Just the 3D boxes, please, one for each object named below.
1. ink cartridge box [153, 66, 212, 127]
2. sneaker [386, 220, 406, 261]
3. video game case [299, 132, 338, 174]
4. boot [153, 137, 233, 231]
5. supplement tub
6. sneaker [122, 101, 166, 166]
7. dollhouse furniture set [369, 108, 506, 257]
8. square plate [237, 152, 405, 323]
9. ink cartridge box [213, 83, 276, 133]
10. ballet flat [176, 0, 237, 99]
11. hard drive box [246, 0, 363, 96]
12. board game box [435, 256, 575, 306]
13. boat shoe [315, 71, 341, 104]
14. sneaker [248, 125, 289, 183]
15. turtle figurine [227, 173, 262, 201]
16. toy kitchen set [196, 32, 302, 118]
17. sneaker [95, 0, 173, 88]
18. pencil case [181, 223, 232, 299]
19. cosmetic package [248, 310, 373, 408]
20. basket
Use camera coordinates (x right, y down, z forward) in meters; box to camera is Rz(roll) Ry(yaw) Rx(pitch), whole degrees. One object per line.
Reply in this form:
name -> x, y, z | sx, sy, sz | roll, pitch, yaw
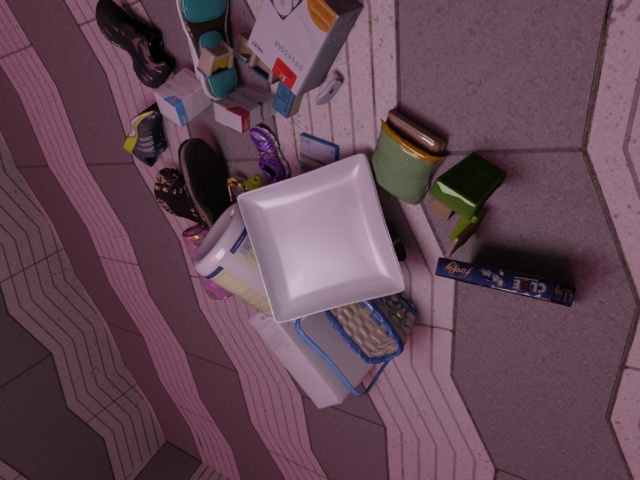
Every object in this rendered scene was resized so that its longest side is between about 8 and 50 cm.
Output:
ink cartridge box -> -0.381, -0.411, 1.554 | 0.092, 0.143, 0.089 | 37, 157, 18
sneaker -> 0.118, 0.046, 1.442 | 0.106, 0.101, 0.267 | 52, 142, -4
video game case -> -0.005, -0.191, 1.444 | 0.119, 0.015, 0.166 | 25, 135, 28
boot -> -0.426, -0.179, 1.760 | 0.284, 0.138, 0.377 | 21, 147, 34
supplement tub -> -0.157, 0.067, 1.524 | 0.325, 0.235, 0.235 | 36, 146, -20
sneaker -> -0.557, -0.349, 1.812 | 0.121, 0.111, 0.300 | 44, 148, -7
dollhouse furniture set -> 0.205, -0.120, 1.182 | 0.302, 0.151, 0.197 | 37, 139, 18
square plate -> 0.000, 0.000, 1.352 | 0.348, 0.049, 0.343 | -17, 91, 16
ink cartridge box -> -0.193, -0.342, 1.415 | 0.099, 0.135, 0.056 | 31, 140, 25
ballet flat -> -0.299, -0.554, 1.376 | 0.139, 0.139, 0.399 | 23, 134, 31
hard drive box -> -0.041, -0.469, 1.203 | 0.181, 0.089, 0.232 | 46, 142, 8
board game box -> 0.391, 0.088, 1.162 | 0.244, 0.165, 0.042 | 12, 88, 39
boat shoe -> 0.015, -0.357, 1.285 | 0.100, 0.035, 0.035 | -42, 60, 55
sneaker -> -0.148, -0.235, 1.507 | 0.068, 0.071, 0.169 | -20, 104, 50
turtle figurine -> -0.177, -0.103, 1.622 | 0.269, 0.087, 0.217 | 58, 159, 3
toy kitchen set -> -0.170, -0.385, 1.333 | 0.207, 0.166, 0.122 | 41, 140, 14
sneaker -> -0.529, -0.591, 1.595 | 0.130, 0.109, 0.286 | -27, 109, 45
pencil case -> -0.390, 0.075, 1.956 | 0.124, 0.124, 0.283 | 3, 122, 44
cosmetic package -> -0.026, 0.319, 1.724 | 0.365, 0.197, 0.155 | 53, 142, 0
basket -> 0.099, 0.228, 1.449 | 0.254, 0.289, 0.201 | 48, 147, 0
